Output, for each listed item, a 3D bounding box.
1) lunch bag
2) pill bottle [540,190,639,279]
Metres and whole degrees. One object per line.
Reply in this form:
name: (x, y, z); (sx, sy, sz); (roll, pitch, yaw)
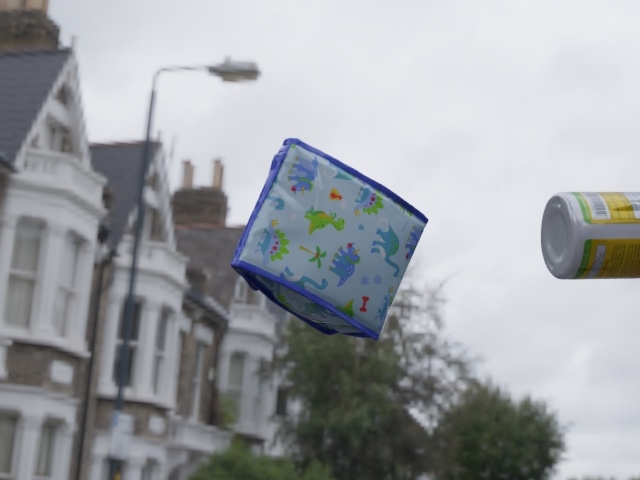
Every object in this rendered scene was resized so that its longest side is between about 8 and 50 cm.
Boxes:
lunch bag: (0.000, 0.000, 1.096); (0.151, 0.128, 0.096); (34, -20, -35)
pill bottle: (0.479, -0.008, 1.933); (0.246, 0.136, 0.136); (0, -13, -13)
